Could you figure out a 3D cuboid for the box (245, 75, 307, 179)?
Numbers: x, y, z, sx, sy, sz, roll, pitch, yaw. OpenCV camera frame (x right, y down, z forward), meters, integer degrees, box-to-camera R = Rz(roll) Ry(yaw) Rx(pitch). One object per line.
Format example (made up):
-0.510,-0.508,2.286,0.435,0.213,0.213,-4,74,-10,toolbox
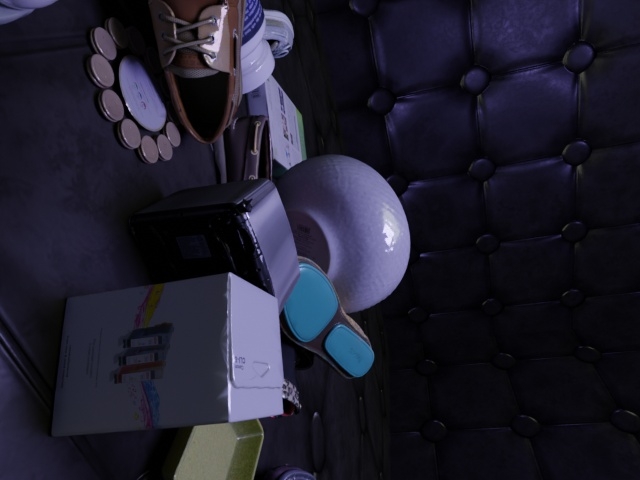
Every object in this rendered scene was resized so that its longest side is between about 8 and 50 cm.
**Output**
-0.104,-0.273,1.123,0.322,0.058,0.232,21,61,-74,box

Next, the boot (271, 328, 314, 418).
-0.068,0.243,0.793,0.236,0.085,0.179,57,14,-47,boot

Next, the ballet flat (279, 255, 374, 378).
-0.013,0.143,0.796,0.348,0.123,0.123,54,27,-39,ballet flat

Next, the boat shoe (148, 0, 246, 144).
-0.156,-0.262,0.562,0.324,0.122,0.120,94,-4,-57,boat shoe

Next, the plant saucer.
-0.145,0.289,0.586,0.188,0.045,0.188,-78,155,-58,plant saucer

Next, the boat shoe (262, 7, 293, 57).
-0.144,-0.451,0.946,0.320,0.118,0.103,-41,127,-70,boat shoe

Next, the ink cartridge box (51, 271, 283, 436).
-0.139,0.117,0.428,0.128,0.176,0.127,51,33,-66,ink cartridge box

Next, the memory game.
-0.239,-0.195,0.571,0.186,0.012,0.186,-9,90,-77,memory game

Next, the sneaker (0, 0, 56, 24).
-0.230,-0.339,0.422,0.122,0.146,0.331,59,24,-56,sneaker

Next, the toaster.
-0.122,0.016,0.553,0.110,0.185,0.168,-58,138,-56,toaster

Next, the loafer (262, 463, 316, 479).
-0.052,0.494,0.812,0.109,0.095,0.303,-55,140,-27,loafer

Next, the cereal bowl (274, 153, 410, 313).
0.000,0.000,0.876,0.141,0.339,0.339,-22,105,-46,cereal bowl

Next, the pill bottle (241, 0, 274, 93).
-0.173,-0.365,0.655,0.265,0.153,0.153,62,23,-54,pill bottle

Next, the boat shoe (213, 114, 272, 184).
-0.124,-0.073,0.802,0.116,0.096,0.325,14,68,-76,boat shoe
